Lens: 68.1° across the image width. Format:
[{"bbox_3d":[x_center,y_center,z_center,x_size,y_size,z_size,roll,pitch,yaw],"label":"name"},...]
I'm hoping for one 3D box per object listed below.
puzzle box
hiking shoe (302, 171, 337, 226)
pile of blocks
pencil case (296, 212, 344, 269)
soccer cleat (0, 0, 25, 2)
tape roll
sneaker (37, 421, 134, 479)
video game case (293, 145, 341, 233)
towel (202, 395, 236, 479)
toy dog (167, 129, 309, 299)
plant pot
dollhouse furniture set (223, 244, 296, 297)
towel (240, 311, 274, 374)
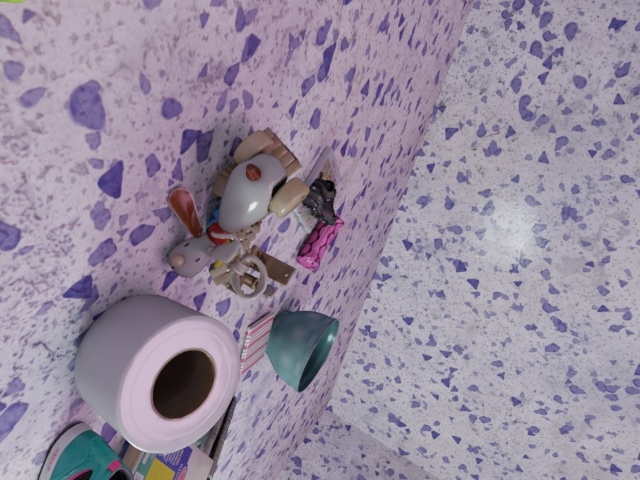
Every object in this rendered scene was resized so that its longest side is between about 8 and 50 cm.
[{"bbox_3d":[-0.412,0.660,1.104,0.409,0.052,0.272,-70,146,-41],"label":"puzzle box"},{"bbox_3d":[0.020,-0.121,1.444,0.114,0.086,0.227,-59,161,-7],"label":"hiking shoe"},{"bbox_3d":[-0.174,-0.080,1.047,0.362,0.148,0.113,-62,-165,15],"label":"pile of blocks"},{"bbox_3d":[0.000,0.000,1.633,0.209,0.095,0.098,-60,-162,-17],"label":"pencil case"},{"bbox_3d":[-0.292,-0.312,0.458,0.060,0.072,0.179,50,46,-69],"label":"soccer cleat"},{"bbox_3d":[-0.293,0.235,0.870,0.246,0.169,0.246,-13,108,-47],"label":"tape roll"},{"bbox_3d":[-0.459,0.525,0.923,0.296,0.178,0.123,-68,162,12],"label":"sneaker"},{"bbox_3d":[-0.008,-0.154,1.504,0.227,0.026,0.206,-60,161,-12],"label":"video game case"},{"bbox_3d":[-0.360,0.716,1.527,0.324,0.056,0.312,-81,-170,-65],"label":"towel"},{"bbox_3d":[-0.172,-0.049,0.887,0.334,0.220,0.161,-64,168,8],"label":"toy dog"},{"bbox_3d":[-0.085,0.373,1.726,0.293,0.196,0.293,-53,160,-29],"label":"plant pot"},{"bbox_3d":[-0.165,0.086,1.234,0.144,0.123,0.151,-59,161,-14],"label":"dollhouse furniture set"},{"bbox_3d":[-0.221,0.343,1.591,0.144,0.029,0.197,-29,138,-61],"label":"towel"}]
